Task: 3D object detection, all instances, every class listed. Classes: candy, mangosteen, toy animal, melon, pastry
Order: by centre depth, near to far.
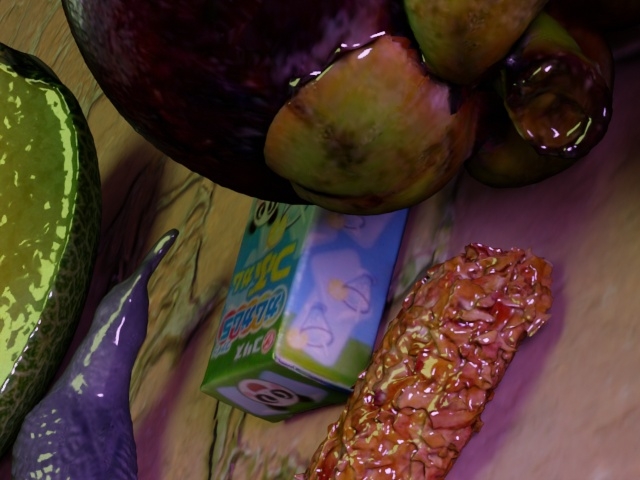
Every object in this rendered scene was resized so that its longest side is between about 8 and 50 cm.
[{"bbox_3d":[0.047,0.070,0.915,0.169,0.063,0.087,-61,20,8],"label":"pastry"},{"bbox_3d":[0.015,-0.151,0.928,0.300,0.300,0.300,-47,28,35],"label":"mangosteen"},{"bbox_3d":[0.000,0.000,1.093,0.097,0.062,0.194,-24,46,56],"label":"candy"},{"bbox_3d":[-0.169,0.185,1.237,0.206,0.081,0.367,-37,38,50],"label":"toy animal"},{"bbox_3d":[-0.282,0.033,1.488,0.343,0.226,0.331,-48,12,1],"label":"melon"}]
